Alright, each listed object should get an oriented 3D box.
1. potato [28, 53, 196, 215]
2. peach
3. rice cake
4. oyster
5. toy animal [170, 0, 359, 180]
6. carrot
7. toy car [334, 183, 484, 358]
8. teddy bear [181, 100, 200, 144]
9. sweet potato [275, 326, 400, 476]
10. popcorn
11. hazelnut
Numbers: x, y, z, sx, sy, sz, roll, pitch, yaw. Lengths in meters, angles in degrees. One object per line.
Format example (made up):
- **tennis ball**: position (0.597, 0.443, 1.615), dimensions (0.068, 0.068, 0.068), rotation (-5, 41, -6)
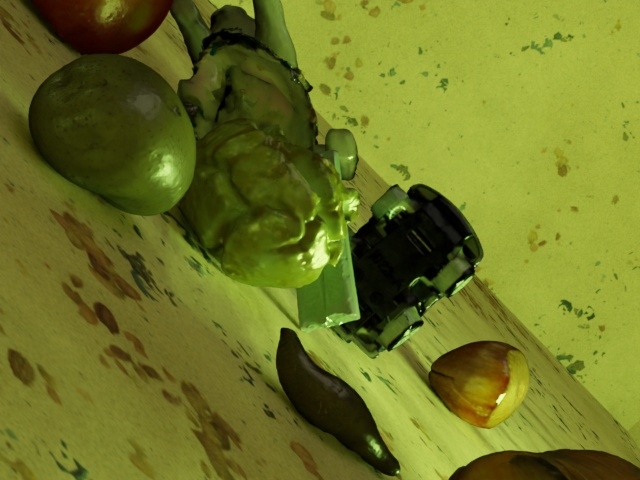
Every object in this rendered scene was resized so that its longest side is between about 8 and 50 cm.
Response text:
- **potato**: position (-0.202, -0.100, 1.657), dimensions (0.194, 0.157, 0.157), rotation (58, -1, -44)
- **peach**: position (-0.309, -0.334, 2.164), dimensions (0.196, 0.226, 0.190), rotation (9, -62, 46)
- **rice cake**: position (-0.001, 0.001, 2.023), dimensions (0.042, 0.080, 0.222), rotation (8, 74, -78)
- **oyster**: position (-0.105, -0.160, 2.117), dimensions (0.260, 0.198, 0.092), rotation (58, 12, 13)
- **toy animal**: position (-0.089, -0.184, 2.331), dimensions (0.303, 0.194, 0.344), rotation (91, -21, -72)
- **carrot**: position (0.266, 0.335, 1.765), dimensions (0.224, 0.224, 0.340), rotation (53, 18, 28)
- **toy car**: position (0.103, 0.042, 2.238), dimensions (0.172, 0.235, 0.158), rotation (50, -3, 9)
- **teddy bear**: position (-0.207, -0.145, 2.036), dimensions (0.119, 0.078, 0.160), rotation (25, -6, -6)
- **sweet potato**: position (0.024, 0.190, 1.734), dimensions (0.249, 0.059, 0.069), rotation (48, -5, -32)
- **popcorn**: position (-0.069, -0.045, 1.915), dimensions (0.221, 0.183, 0.204), rotation (38, -12, 37)
- **hazelnut**: position (0.242, 0.210, 2.481), dimensions (0.150, 0.150, 0.150), rotation (47, 9, -9)
